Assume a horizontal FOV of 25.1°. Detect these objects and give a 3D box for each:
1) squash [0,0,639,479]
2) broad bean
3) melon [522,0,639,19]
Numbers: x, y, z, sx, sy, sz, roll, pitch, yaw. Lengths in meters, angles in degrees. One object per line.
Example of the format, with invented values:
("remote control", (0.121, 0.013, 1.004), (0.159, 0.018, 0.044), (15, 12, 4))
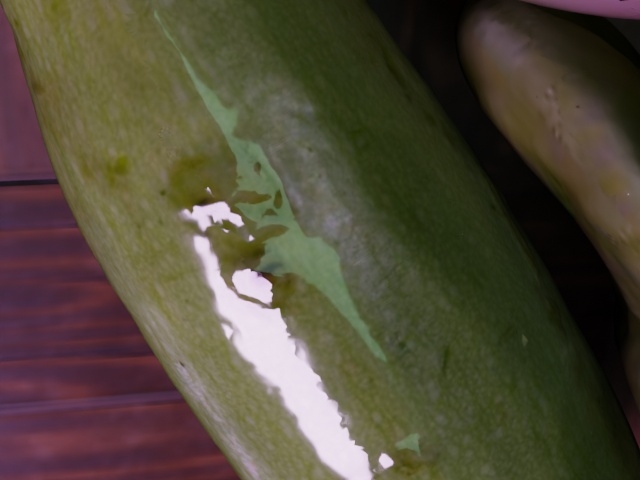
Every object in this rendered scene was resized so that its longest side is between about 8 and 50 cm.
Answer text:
("squash", (-0.001, 0.005, 0.419), (0.118, 0.118, 0.371), (-31, 117, 1))
("broad bean", (0.111, 0.007, 0.434), (0.072, 0.153, 0.207), (-25, 101, 10))
("melon", (0.032, -0.169, 0.288), (0.317, 0.223, 0.223), (21, 108, -27))
